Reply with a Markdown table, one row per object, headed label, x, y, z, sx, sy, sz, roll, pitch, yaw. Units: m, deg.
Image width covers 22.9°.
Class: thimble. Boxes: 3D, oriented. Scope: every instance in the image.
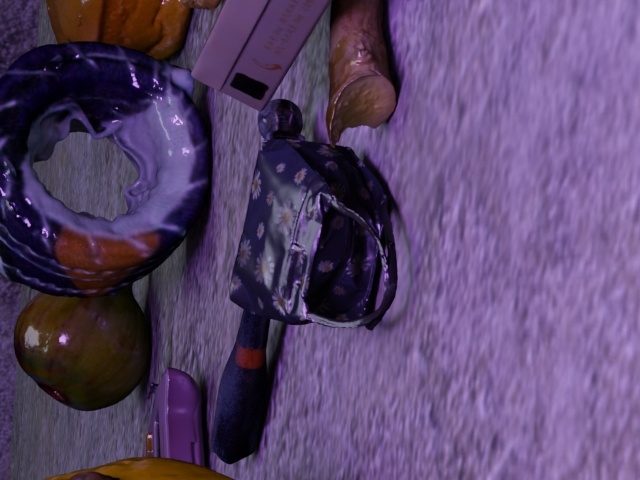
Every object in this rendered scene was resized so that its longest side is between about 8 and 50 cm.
| label | x | y | z | sx | sy | sz | roll | pitch | yaw |
| --- | --- | --- | --- | --- | --- | --- | --- | --- | --- |
| thimble | -0.215 | -0.069 | 1.482 | 0.150 | 0.237 | 0.237 | 136 | 136 | -62 |

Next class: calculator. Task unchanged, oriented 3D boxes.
| label | x | y | z | sx | sy | sz | roll | pitch | yaw |
| --- | --- | --- | --- | --- | --- | --- | --- | --- | --- |
| calculator | -0.141 | 0.251 | 1.463 | 0.294 | 0.043 | 0.194 | 111 | 156 | -54 |

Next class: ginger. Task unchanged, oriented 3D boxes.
| label | x | y | z | sx | sy | sz | roll | pitch | yaw |
| --- | --- | --- | --- | --- | --- | --- | --- | --- | --- |
| ginger | 0.024 | -0.114 | 0.973 | 0.057 | 0.044 | 0.137 | 66 | -160 | -54 |

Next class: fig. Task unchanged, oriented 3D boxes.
| label | x | y | z | sx | sy | sz | roll | pitch | yaw |
| --- | --- | --- | --- | --- | --- | --- | --- | --- | --- |
| fig | -0.230 | 0.059 | 1.705 | 0.245 | 0.149 | 0.149 | -65 | 10 | -18 |

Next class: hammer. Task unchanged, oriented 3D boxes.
| label | x | y | z | sx | sy | sz | roll | pitch | yaw |
| --- | --- | --- | --- | --- | --- | --- | --- | --- | --- |
| hammer | -0.045 | 0.055 | 1.144 | 0.137 | 0.037 | 0.290 | -95 | 13 | -54 |

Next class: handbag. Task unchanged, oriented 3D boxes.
| label | x | y | z | sx | sy | sz | roll | pitch | yaw |
| --- | --- | --- | --- | --- | --- | --- | --- | --- | --- |
| handbag | 0.008 | 0.007 | 0.954 | 0.139 | 0.072 | 0.115 | 31 | 112 | 60 |

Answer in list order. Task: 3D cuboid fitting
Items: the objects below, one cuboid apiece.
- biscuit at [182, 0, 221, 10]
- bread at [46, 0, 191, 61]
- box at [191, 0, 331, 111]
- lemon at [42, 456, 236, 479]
| label | x | y | z | sx | sy | sz | roll | pitch | yaw |
| --- | --- | --- | --- | --- | --- | --- | --- | --- | --- |
| biscuit | -0.094 | -0.327 | 1.450 | 0.153 | 0.030 | 0.234 | -145 | 60 | -70 |
| bread | -0.219 | -0.278 | 1.675 | 0.270 | 0.143 | 0.195 | -164 | 79 | -72 |
| box | -0.014 | -0.187 | 1.009 | 0.141 | 0.058 | 0.201 | -68 | 9 | -23 |
| lemon | -0.105 | 0.274 | 0.896 | 0.297 | 0.297 | 0.297 | -176 | 90 | -74 |
